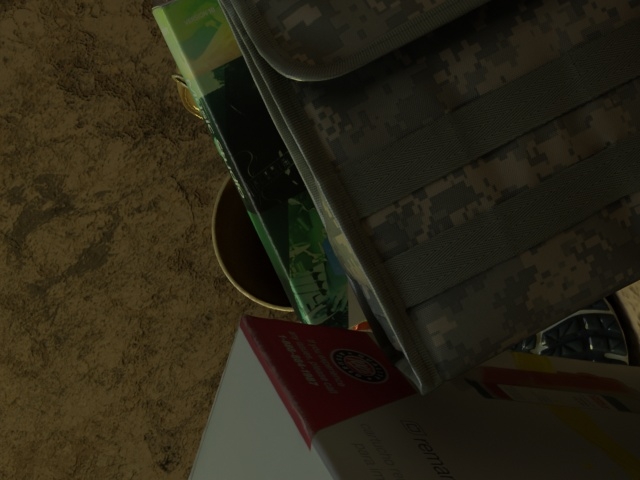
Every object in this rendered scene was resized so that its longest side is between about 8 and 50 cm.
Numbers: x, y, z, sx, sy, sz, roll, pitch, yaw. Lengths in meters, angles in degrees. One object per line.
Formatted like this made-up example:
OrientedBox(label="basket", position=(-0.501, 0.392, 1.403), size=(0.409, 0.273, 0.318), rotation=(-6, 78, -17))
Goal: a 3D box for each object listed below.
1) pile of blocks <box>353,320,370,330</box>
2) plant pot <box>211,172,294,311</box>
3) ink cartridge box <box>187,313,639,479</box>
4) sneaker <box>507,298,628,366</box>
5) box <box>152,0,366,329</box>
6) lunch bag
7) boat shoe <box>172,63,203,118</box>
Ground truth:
OrientedBox(label="pile of blocks", position=(0.069, 0.057, 1.310), size=(0.362, 0.148, 0.113), rotation=(160, 105, -67))
OrientedBox(label="plant pot", position=(0.000, 0.000, 1.671), size=(0.237, 0.237, 0.254), rotation=(61, -175, 17))
OrientedBox(label="ink cartridge box", position=(0.140, 0.196, 0.761), size=(0.279, 0.384, 0.160), rotation=(50, 126, 58))
OrientedBox(label="sneaker", position=(0.218, 0.141, 1.081), size=(0.122, 0.110, 0.283), rotation=(-80, -19, -63))
OrientedBox(label="box", position=(0.026, -0.104, 1.054), size=(0.322, 0.232, 0.058), rotation=(64, 167, -11))
OrientedBox(label="lunch bag", position=(0.087, -0.098, 0.685), size=(0.287, 0.235, 0.169), rotation=(63, 177, -2))
OrientedBox(label="boat shoe", position=(-0.088, -0.189, 1.215), size=(0.285, 0.104, 0.089), rotation=(131, 156, -59))
